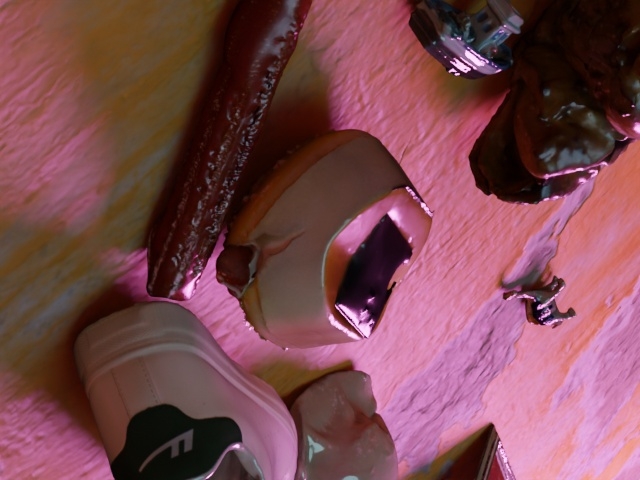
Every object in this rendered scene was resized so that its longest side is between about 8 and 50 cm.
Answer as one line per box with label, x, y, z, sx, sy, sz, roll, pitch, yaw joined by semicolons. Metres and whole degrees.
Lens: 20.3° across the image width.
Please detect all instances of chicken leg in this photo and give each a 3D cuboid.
chicken leg;0.257;-0.130;1.542;0.295;0.182;0.409;-41;168;5

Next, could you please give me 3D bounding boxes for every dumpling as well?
dumpling;0.020;0.186;1.649;0.169;0.100;0.134;16;77;-37

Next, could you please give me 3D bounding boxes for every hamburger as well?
hamburger;0.000;0.000;1.339;0.173;0.116;0.210;-60;160;-1

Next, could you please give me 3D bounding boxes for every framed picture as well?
framed picture;0.176;0.369;2.022;0.216;0.016;0.273;63;43;-59

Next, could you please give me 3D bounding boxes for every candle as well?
candle;-0.059;-0.090;1.225;0.051;0.048;0.329;15;121;-14

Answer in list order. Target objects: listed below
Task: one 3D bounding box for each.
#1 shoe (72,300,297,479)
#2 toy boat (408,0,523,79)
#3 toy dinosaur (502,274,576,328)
shoe;-0.081;0.191;1.396;0.132;0.160;0.363;-22;149;3
toy boat;0.119;-0.160;1.367;0.066;0.059;0.140;-37;157;16
toy dinosaur;0.237;0.065;1.845;0.058;0.037;0.180;-29;148;14
